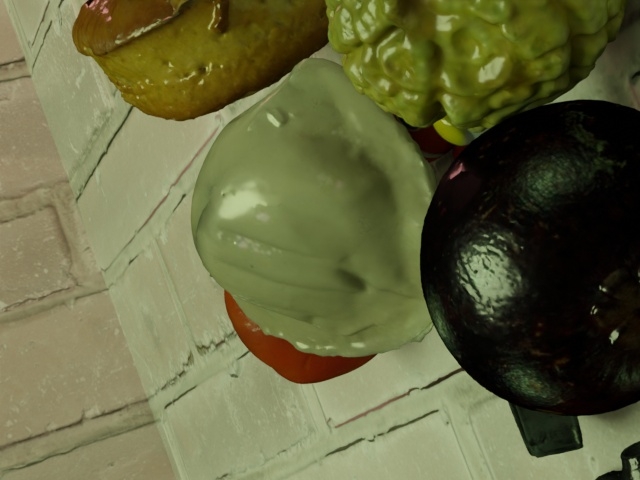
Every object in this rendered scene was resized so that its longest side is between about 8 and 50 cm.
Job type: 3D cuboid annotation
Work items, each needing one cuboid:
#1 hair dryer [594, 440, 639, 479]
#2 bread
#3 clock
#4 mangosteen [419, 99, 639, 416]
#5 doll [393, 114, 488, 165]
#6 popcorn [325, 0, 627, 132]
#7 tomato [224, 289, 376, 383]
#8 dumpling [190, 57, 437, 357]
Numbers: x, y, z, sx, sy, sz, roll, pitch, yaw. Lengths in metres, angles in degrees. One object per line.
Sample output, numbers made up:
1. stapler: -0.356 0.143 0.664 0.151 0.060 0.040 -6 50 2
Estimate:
1. hair dryer: 0.331 0.280 1.669 0.196 0.075 0.219 66 170 -9
2. bread: -0.118 -0.287 1.983 0.204 0.337 0.358 53 166 -18
3. clock: 0.197 0.091 1.688 0.280 0.055 0.281 -20 -90 -88
4. mangosteen: 0.216 0.010 1.437 0.288 0.288 0.288 50 149 44
5. doll: 0.129 -0.150 1.731 0.200 0.105 0.336 59 160 -5
6. popcorn: 0.137 -0.218 1.477 0.270 0.258 0.224 30 154 56
7. tomato: -0.011 0.057 2.095 0.180 0.260 0.260 -21 86 30
8. dumpling: 0.000 0.000 1.825 0.315 0.233 0.395 44 135 12
